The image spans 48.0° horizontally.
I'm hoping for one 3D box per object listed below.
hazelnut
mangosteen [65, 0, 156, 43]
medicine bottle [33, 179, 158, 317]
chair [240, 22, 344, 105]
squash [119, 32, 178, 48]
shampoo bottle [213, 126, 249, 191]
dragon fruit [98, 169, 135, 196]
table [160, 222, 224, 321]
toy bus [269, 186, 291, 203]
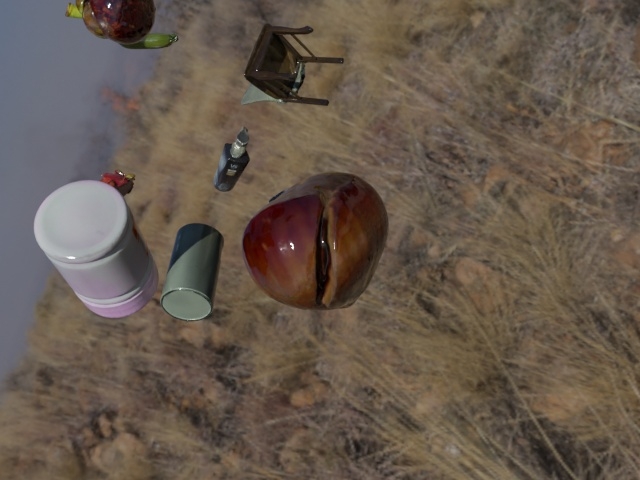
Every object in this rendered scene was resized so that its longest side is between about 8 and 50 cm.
[{"bbox_3d":[0.000,0.000,1.837,0.359,0.359,0.409,-52,0,42],"label":"hazelnut"},{"bbox_3d":[-0.430,-0.468,1.488,0.181,0.145,0.156,-27,13,18],"label":"mangosteen"},{"bbox_3d":[-0.497,0.027,1.631,0.316,0.202,0.202,89,-173,-61],"label":"medicine bottle"},{"bbox_3d":[-0.120,-0.445,1.850,0.319,0.186,0.160,13,80,39],"label":"chair"},{"bbox_3d":[-0.515,-0.597,2.145,0.052,0.183,0.052,174,90,-69],"label":"squash"},{"bbox_3d":[-0.213,-0.195,1.749,0.207,0.057,0.063,128,135,-55],"label":"shampoo bottle"},{"bbox_3d":[-0.549,-0.139,1.875,0.112,0.068,0.126,-36,-6,-38],"label":"dragon fruit"},{"bbox_3d":[-0.314,0.076,1.775,0.126,0.126,0.220,-53,25,42],"label":"table"},{"bbox_3d":[-0.056,-0.098,2.384,0.126,0.209,0.136,-30,69,36],"label":"toy bus"}]
